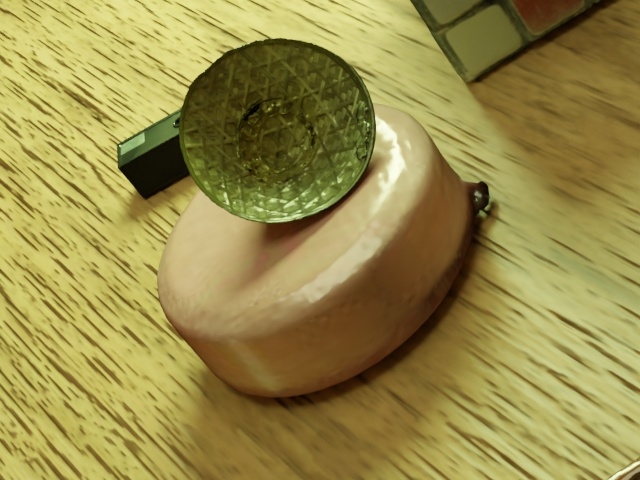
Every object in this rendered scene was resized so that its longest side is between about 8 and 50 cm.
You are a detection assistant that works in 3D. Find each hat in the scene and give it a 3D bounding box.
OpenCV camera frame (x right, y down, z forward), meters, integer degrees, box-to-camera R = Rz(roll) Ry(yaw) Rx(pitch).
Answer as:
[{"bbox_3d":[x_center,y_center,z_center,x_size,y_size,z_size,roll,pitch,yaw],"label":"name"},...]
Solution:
[{"bbox_3d":[-0.031,-0.072,1.346,0.146,0.067,0.146,-1,73,2],"label":"hat"}]

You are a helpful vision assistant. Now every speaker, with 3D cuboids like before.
[{"bbox_3d":[-0.090,-0.106,1.609,0.191,0.046,0.040,-28,35,14],"label":"speaker"}]

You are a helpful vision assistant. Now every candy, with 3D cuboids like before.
[{"bbox_3d":[0.000,0.000,1.367,0.255,0.094,0.255,-24,36,19],"label":"candy"}]

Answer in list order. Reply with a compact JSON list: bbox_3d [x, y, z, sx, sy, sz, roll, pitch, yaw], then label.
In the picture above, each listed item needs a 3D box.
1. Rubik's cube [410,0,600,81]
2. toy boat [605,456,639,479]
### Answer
[{"bbox_3d":[0.137,-0.335,1.485,0.253,0.259,0.256,-30,36,8],"label":"Rubik's cube"},{"bbox_3d":[0.158,0.214,1.000,0.392,0.079,0.136,-39,37,-4],"label":"toy boat"}]
